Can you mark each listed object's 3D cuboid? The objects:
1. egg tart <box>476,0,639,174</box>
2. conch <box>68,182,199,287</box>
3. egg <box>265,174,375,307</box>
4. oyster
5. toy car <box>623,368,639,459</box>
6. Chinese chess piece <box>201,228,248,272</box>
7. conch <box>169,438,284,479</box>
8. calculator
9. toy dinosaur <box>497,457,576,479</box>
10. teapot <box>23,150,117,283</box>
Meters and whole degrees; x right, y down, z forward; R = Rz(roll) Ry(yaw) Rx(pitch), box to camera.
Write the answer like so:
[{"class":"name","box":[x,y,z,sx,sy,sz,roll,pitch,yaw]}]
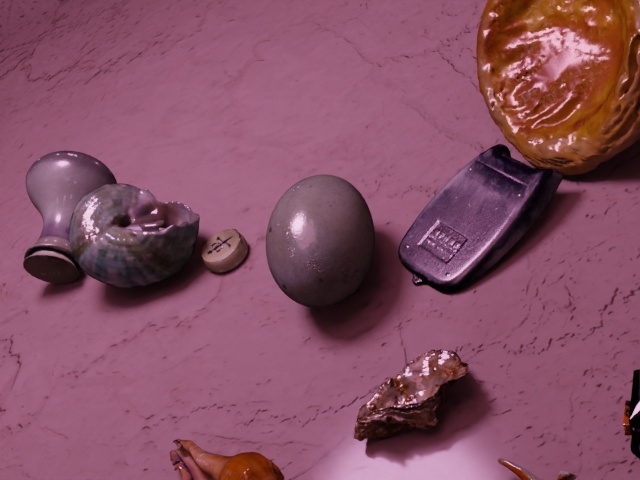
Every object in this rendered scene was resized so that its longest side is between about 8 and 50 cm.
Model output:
[{"class":"egg tart","box":[0.404,-0.292,1.400,0.169,0.388,0.388,0,23,-34]},{"class":"conch","box":[-0.347,-0.015,1.674,0.220,0.195,0.277,-32,14,-19]},{"class":"egg","box":[0.000,0.000,1.418,0.169,0.169,0.236,-13,46,21]},{"class":"oyster","box":[0.117,0.209,1.208,0.177,0.056,0.105,-36,27,-8]},{"class":"toy car","box":[0.472,0.179,0.958,0.301,0.118,0.193,-8,35,28]},{"class":"Chinese chess piece","box":[-0.169,0.018,1.618,0.084,0.034,0.084,-19,40,17]},{"class":"conch","box":[-0.120,0.326,1.221,0.330,0.093,0.109,2,61,62]},{"class":"calculator","box":[0.231,-0.032,1.397,0.268,0.040,0.177,-49,41,-4]},{"class":"toy dinosaur","box":[0.263,0.311,1.016,0.187,0.044,0.106,7,67,37]},{"class":"teapot","box":[-0.505,-0.046,1.814,0.183,0.183,0.251,-12,54,23]}]
